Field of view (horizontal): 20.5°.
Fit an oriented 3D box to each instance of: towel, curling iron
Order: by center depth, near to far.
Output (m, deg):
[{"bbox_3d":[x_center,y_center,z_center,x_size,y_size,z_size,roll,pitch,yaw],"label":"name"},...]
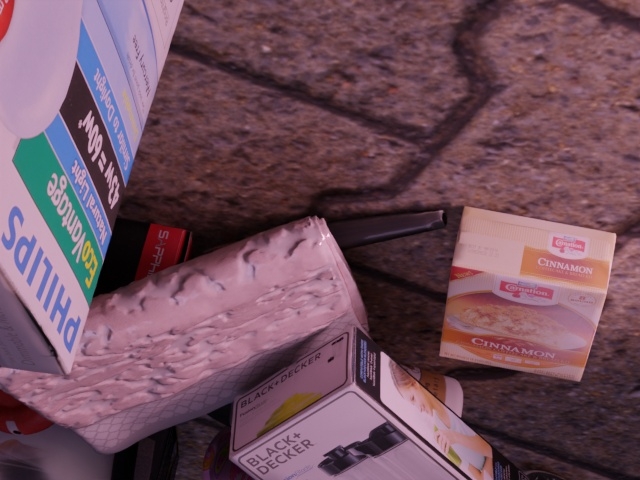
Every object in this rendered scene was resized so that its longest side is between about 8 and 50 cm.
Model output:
[{"bbox_3d":[-0.121,0.098,1.686,0.332,0.053,0.317,-23,158,3],"label":"towel"},{"bbox_3d":[0.000,0.000,1.694,0.274,0.035,0.068,-15,162,32],"label":"curling iron"}]

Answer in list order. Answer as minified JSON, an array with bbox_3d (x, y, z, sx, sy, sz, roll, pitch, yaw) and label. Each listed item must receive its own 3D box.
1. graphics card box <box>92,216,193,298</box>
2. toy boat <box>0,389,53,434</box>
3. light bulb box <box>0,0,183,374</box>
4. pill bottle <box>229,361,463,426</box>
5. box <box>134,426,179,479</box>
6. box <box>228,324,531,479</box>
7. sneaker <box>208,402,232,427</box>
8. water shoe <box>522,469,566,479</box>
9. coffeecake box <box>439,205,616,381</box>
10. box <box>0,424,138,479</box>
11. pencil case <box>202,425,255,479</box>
[{"bbox_3d":[-0.318,0.045,1.837,0.371,0.094,0.233,12,152,4],"label":"graphics card box"},{"bbox_3d":[-0.347,0.134,1.753,0.151,0.151,0.231,-3,147,27],"label":"toy boat"},{"bbox_3d":[-0.267,-0.153,1.192,0.225,0.361,0.358,6,151,13],"label":"light bulb box"},{"bbox_3d":[0.026,0.180,1.895,0.229,0.131,0.131,17,151,-7],"label":"pill bottle"},{"bbox_3d":[-0.315,0.289,2.189,0.247,0.163,0.142,10,150,5],"label":"box"},{"bbox_3d":[0.064,0.231,1.787,0.169,0.087,0.290,-32,121,26],"label":"box"},{"bbox_3d":[-0.049,0.187,2.003,0.232,0.081,0.090,27,158,-18],"label":"sneaker"},{"bbox_3d":[0.290,0.340,2.131,0.203,0.073,0.080,31,148,-29],"label":"water shoe"},{"bbox_3d":[0.192,0.053,1.670,0.142,0.068,0.185,11,150,6],"label":"coffeecake box"},{"bbox_3d":[-0.366,0.261,1.994,0.296,0.294,0.183,10,-166,4],"label":"box"},{"bbox_3d":[-0.037,0.293,2.023,0.124,0.124,0.284,29,177,-27],"label":"pencil case"}]
